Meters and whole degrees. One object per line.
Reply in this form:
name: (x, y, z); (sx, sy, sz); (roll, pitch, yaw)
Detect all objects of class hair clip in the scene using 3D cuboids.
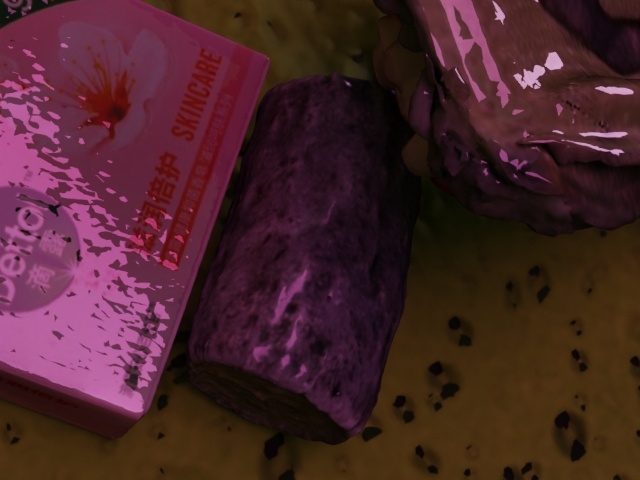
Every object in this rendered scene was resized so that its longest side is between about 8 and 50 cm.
hair clip: (0.125, -0.074, 0.500); (0.321, 0.091, 0.138); (-11, 77, -41)

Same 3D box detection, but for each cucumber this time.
cucumber: (-0.001, 0.002, 0.458); (0.064, 0.064, 0.112); (20, 69, -12)

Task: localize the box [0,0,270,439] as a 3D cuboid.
box: (-0.077, -0.014, 0.448); (0.089, 0.043, 0.125); (21, 69, -12)
